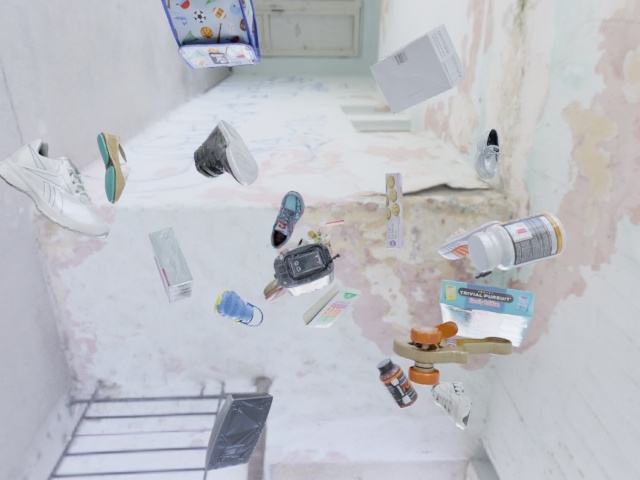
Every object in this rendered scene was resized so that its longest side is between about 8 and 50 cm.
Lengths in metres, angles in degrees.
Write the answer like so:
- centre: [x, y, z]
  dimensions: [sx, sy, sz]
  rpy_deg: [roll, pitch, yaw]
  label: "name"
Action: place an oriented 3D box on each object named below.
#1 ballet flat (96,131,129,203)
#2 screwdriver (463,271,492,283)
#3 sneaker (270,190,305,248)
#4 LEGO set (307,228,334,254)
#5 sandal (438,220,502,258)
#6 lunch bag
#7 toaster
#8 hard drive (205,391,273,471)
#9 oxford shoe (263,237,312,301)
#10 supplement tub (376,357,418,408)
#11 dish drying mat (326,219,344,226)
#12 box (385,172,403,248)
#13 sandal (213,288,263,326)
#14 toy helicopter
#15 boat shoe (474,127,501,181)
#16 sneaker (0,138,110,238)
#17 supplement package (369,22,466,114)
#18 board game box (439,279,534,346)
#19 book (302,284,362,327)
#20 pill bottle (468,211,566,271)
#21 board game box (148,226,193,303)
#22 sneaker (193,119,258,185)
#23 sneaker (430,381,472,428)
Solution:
- centre: [-0.623, -0.224, 1.400]
  dimensions: [0.080, 0.073, 0.232]
  rpy_deg: [-22, -102, 43]
  label: "ballet flat"
- centre: [0.618, 0.158, 1.865]
  dimensions: [0.025, 0.169, 0.024]
  rpy_deg: [-89, 156, -81]
  label: "screwdriver"
- centre: [-0.137, -0.075, 1.879]
  dimensions: [0.125, 0.104, 0.262]
  rpy_deg: [-73, -178, -66]
  label: "sneaker"
- centre: [0.000, 0.000, 2.076]
  dimensions: [0.287, 0.132, 0.107]
  rpy_deg: [-87, -179, -63]
  label: "LEGO set"
- centre: [0.579, -0.015, 1.771]
  dimensions: [0.102, 0.265, 0.076]
  rpy_deg: [39, 35, -29]
  label: "sandal"
- centre: [-0.431, -0.885, 1.865]
  dimensions: [0.386, 0.327, 0.239]
  rpy_deg: [82, 8, -51]
  label: "lunch bag"
- centre: [-0.041, 0.097, 1.521]
  dimensions: [0.146, 0.226, 0.129]
  rpy_deg: [80, -11, -66]
  label: "toaster"
- centre: [-0.260, 0.591, 1.434]
  dimensions: [0.054, 0.172, 0.255]
  rpy_deg: [32, -75, 46]
  label: "hard drive"
- centre: [-0.127, 0.108, 1.747]
  dimensions: [0.123, 0.130, 0.348]
  rpy_deg: [-46, 177, 38]
  label: "oxford shoe"
- centre: [0.315, 0.594, 1.918]
  dimensions: [0.198, 0.106, 0.106]
  rpy_deg: [57, -1, -2]
  label: "supplement tub"
- centre: [0.067, -0.080, 2.097]
  dimensions: [0.032, 0.083, 0.008]
  rpy_deg: [62, 19, -67]
  label: "dish drying mat"
- centre: [0.316, -0.127, 1.957]
  dimensions: [0.063, 0.067, 0.324]
  rpy_deg: [-3, 93, -70]
  label: "box"
- centre: [-0.349, 0.304, 2.013]
  dimensions: [0.126, 0.138, 0.317]
  rpy_deg: [-69, 154, -13]
  label: "sandal"
- centre: [0.375, 0.303, 1.312]
  dimensions: [0.235, 0.354, 0.140]
  rpy_deg: [-170, -98, -77]
  label: "toy helicopter"
- centre: [0.618, -0.321, 1.678]
  dimensions: [0.081, 0.079, 0.228]
  rpy_deg: [124, -18, -56]
  label: "boat shoe"
- centre: [-0.593, -0.117, 1.045]
  dimensions: [0.129, 0.297, 0.111]
  rpy_deg: [-50, 179, -7]
  label: "sneaker"
- centre: [0.354, -0.617, 1.669]
  dimensions: [0.145, 0.261, 0.204]
  rpy_deg: [-44, 110, -39]
  label: "supplement package"
- centre: [0.517, 0.235, 1.447]
  dimensions: [0.336, 0.253, 0.079]
  rpy_deg: [59, 43, -59]
  label: "board game box"
- centre: [0.032, 0.177, 1.224]
  dimensions: [0.144, 0.096, 0.035]
  rpy_deg: [-48, -131, 24]
  label: "book"
- centre: [0.654, 0.010, 1.539]
  dimensions: [0.162, 0.278, 0.162]
  rpy_deg: [167, -90, -84]
  label: "pill bottle"
- centre: [-0.589, 0.107, 1.814]
  dimensions: [0.224, 0.097, 0.303]
  rpy_deg: [66, -21, 12]
  label: "board game box"
- centre: [-0.272, -0.209, 1.291]
  dimensions: [0.104, 0.147, 0.296]
  rpy_deg: [30, 22, -43]
  label: "sneaker"
- centre: [0.466, 0.584, 1.652]
  dimensions: [0.292, 0.118, 0.110]
  rpy_deg: [-10, 115, -84]
  label: "sneaker"
